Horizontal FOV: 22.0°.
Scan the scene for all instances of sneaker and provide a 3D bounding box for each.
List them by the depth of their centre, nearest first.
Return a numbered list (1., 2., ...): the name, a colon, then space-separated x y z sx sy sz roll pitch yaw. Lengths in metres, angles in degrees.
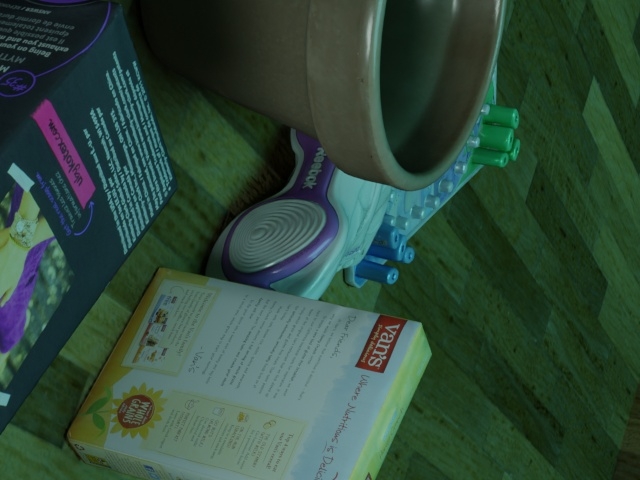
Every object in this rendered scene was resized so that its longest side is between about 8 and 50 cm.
1. sneaker: 0.000 0.000 1.484 0.305 0.114 0.152 -59 148 -35

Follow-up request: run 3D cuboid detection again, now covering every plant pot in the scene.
1. plant pot: -0.005 -0.184 1.257 0.263 0.229 0.263 -36 132 -55

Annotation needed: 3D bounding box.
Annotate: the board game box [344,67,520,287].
1. board game box: 0.130 -0.196 1.751 0.390 0.050 0.390 -42 136 -52

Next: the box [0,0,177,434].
1. box: -0.220 -0.006 0.894 0.270 0.165 0.143 -57 148 -37

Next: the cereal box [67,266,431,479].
1. cereal box: -0.055 0.119 1.272 0.173 0.240 0.047 -62 150 -30
